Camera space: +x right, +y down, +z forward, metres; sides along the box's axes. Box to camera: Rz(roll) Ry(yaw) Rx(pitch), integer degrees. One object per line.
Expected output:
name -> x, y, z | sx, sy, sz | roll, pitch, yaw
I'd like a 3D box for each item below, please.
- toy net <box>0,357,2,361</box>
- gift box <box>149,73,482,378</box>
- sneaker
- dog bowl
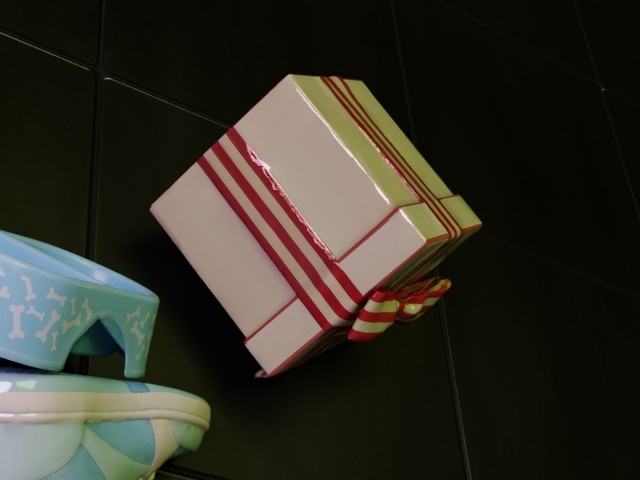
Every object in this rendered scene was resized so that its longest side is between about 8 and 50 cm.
toy net -> -0.334, 0.087, 1.032 | 0.122, 0.045, 0.232 | 51, 10, -16
gift box -> 0.000, 0.000, 1.335 | 0.258, 0.276, 0.255 | 51, 25, 10
sneaker -> -0.209, 0.222, 1.062 | 0.319, 0.127, 0.208 | 20, 72, -60
dog bowl -> -0.241, 0.047, 1.037 | 0.166, 0.074, 0.297 | 24, -1, 20
